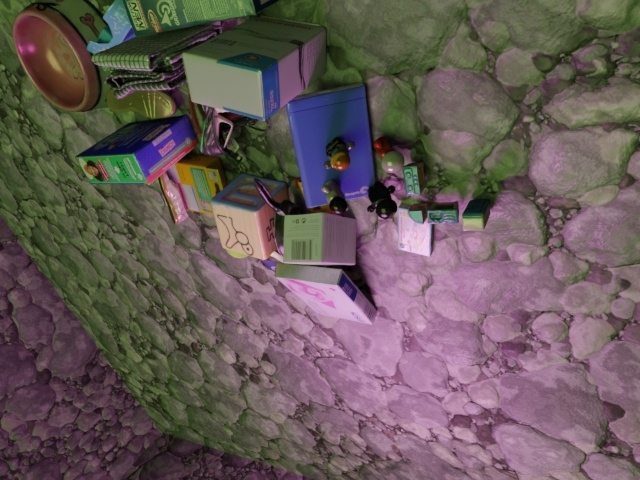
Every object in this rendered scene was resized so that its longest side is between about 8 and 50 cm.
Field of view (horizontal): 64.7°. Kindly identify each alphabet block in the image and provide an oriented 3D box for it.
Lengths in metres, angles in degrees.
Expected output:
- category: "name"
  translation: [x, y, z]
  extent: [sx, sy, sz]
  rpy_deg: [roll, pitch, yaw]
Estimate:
- category: "alphabet block"
  translation: [-0.223, -0.082, 1.691]
  extent: [0.193, 0.193, 0.197]
  rpy_deg: [16, 132, 26]

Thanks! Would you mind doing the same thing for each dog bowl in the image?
- category: "dog bowl"
  translation: [-0.870, -0.627, 1.735]
  extent: [0.408, 0.150, 0.407]
  rpy_deg: [19, 133, 21]
- category: "dog bowl"
  translation: [-0.595, -0.644, 1.525]
  extent: [0.074, 0.165, 0.297]
  rpy_deg: [43, 138, -19]

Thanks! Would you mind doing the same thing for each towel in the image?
- category: "towel"
  translation: [-0.412, -0.476, 1.343]
  extent: [0.235, 0.283, 0.121]
  rpy_deg: [10, 131, 29]

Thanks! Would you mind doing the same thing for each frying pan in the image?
- category: "frying pan"
  translation: [-0.109, -0.090, 1.608]
  extent: [0.053, 0.197, 0.326]
  rpy_deg: [-1, 121, 22]

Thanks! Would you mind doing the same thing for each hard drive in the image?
- category: "hard drive"
  translation: [0.035, -0.254, 1.396]
  extent: [0.210, 0.040, 0.318]
  rpy_deg: [-12, 123, -1]

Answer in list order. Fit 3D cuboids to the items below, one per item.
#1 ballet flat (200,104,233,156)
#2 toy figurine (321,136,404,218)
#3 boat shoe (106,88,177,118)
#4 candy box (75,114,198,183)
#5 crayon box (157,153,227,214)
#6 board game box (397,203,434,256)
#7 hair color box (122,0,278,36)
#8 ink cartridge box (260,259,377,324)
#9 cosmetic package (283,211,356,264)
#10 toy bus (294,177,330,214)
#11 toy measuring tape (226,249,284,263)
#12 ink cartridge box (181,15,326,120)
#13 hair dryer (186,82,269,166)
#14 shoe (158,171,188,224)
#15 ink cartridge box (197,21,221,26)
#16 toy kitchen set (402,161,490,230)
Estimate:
- category: "ballet flat"
  translation: [-0.307, -0.381, 1.518]
  extent: [0.096, 0.095, 0.280]
  rpy_deg: [10, 129, 1]
- category: "toy figurine"
  translation: [0.110, -0.165, 1.351]
  extent: [0.210, 0.148, 0.213]
  rpy_deg: [1, 122, -10]
- category: "boat shoe"
  translation: [-0.589, -0.470, 1.707]
  extent: [0.285, 0.092, 0.102]
  rpy_deg: [9, 112, 24]
- category: "candy box"
  translation: [-0.624, -0.308, 1.733]
  extent: [0.317, 0.268, 0.122]
  rpy_deg: [3, 128, 34]
- category: "crayon box"
  translation: [-0.446, -0.204, 1.828]
  extent: [0.323, 0.083, 0.203]
  rpy_deg: [12, 130, 28]
- category: "board game box"
  translation: [0.282, -0.030, 1.496]
  extent: [0.104, 0.026, 0.154]
  rpy_deg: [14, 131, 26]
- category: "hair color box"
  translation: [-0.300, -0.611, 1.274]
  extent: [0.348, 0.174, 0.105]
  rpy_deg: [-1, 123, 20]
- category: "ink cartridge box"
  translation: [-0.011, 0.180, 1.751]
  extent: [0.330, 0.071, 0.324]
  rpy_deg: [4, 153, 32]
- category: "cosmetic package"
  translation: [0.000, 0.000, 1.571]
  extent: [0.151, 0.184, 0.151]
  rpy_deg: [-1, 85, 36]
- category: "toy bus"
  translation: [-0.014, -0.175, 1.530]
  extent: [0.202, 0.104, 0.191]
  rpy_deg: [35, 137, 6]
- category: "toy measuring tape"
  translation: [-0.247, 0.043, 1.867]
  extent: [0.330, 0.121, 0.121]
  rpy_deg: [35, 137, 6]
- category: "ink cartridge box"
  translation: [-0.152, -0.441, 1.263]
  extent: [0.223, 0.307, 0.129]
  rpy_deg: [19, 135, 22]
- category: "hair dryer"
  translation: [-0.309, -0.400, 1.600]
  extent: [0.294, 0.080, 0.223]
  rpy_deg: [40, 121, -7]
- category: "shoe"
  translation: [-0.535, -0.165, 1.829]
  extent: [0.076, 0.058, 0.218]
  rpy_deg: [38, 144, 53]
- category: "ink cartridge box"
  translation: [-0.341, -0.595, 1.450]
  extent: [0.104, 0.061, 0.181]
  rpy_deg: [20, 133, 20]
- category: "toy kitchen set"
  translation: [0.323, -0.121, 1.318]
  extent: [0.207, 0.122, 0.166]
  rpy_deg: [-1, 112, 26]
